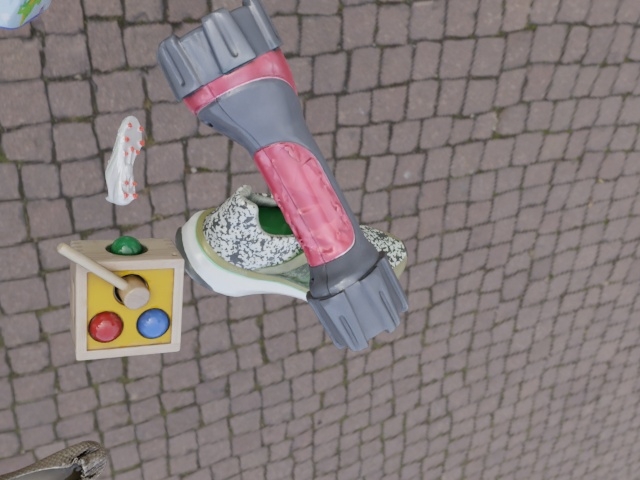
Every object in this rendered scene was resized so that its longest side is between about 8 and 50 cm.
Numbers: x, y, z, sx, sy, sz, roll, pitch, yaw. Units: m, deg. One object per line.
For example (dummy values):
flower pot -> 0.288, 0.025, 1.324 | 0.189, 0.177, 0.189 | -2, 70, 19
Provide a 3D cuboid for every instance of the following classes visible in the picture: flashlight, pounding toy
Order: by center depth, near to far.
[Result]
flashlight -> -0.025, -0.047, 0.617 | 0.103, 0.103, 0.304 | -31, 101, -15
pounding toy -> -0.214, 0.052, 0.762 | 0.130, 0.100, 0.141 | -2, 110, -24

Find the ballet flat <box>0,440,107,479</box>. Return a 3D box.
ballet flat -> -0.425, 0.367, 1.031 | 0.249, 0.058, 0.084 | -24, 98, -18

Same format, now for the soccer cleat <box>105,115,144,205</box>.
soccer cleat -> -0.436, -0.175, 1.569 | 0.068, 0.076, 0.197 | 9, 85, -61

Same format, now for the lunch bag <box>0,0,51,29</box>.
lunch bag -> -0.380, -0.310, 0.727 | 0.218, 0.176, 0.090 | 26, 114, -14

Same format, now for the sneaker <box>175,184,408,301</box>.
sneaker -> 0.000, 0.000, 1.087 | 0.410, 0.158, 0.182 | 4, 146, -38
